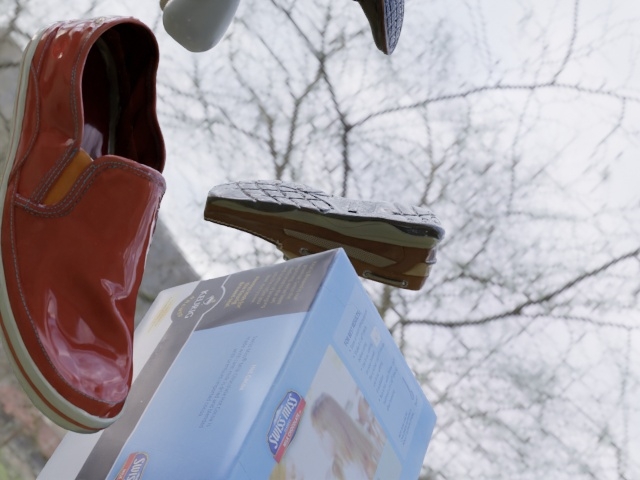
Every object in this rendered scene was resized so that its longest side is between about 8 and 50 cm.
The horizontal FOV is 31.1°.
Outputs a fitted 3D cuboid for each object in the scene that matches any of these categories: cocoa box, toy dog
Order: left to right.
[{"bbox_3d":[-0.098,-0.390,1.314,0.161,0.333,0.220,31,-24,34],"label":"toy dog"},{"bbox_3d":[-0.071,0.210,1.029,0.228,0.347,0.231,-15,-61,29],"label":"cocoa box"}]

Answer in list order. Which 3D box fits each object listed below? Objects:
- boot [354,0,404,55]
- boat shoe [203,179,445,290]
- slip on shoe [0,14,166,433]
[{"bbox_3d":[0.048,-0.350,1.538,0.106,0.082,0.219,10,-47,24],"label":"boot"},{"bbox_3d":[0.000,0.000,1.546,0.324,0.122,0.120,11,-71,8],"label":"boat shoe"},{"bbox_3d":[-0.169,-0.025,0.851,0.101,0.331,0.123,-16,-26,33],"label":"slip on shoe"}]
